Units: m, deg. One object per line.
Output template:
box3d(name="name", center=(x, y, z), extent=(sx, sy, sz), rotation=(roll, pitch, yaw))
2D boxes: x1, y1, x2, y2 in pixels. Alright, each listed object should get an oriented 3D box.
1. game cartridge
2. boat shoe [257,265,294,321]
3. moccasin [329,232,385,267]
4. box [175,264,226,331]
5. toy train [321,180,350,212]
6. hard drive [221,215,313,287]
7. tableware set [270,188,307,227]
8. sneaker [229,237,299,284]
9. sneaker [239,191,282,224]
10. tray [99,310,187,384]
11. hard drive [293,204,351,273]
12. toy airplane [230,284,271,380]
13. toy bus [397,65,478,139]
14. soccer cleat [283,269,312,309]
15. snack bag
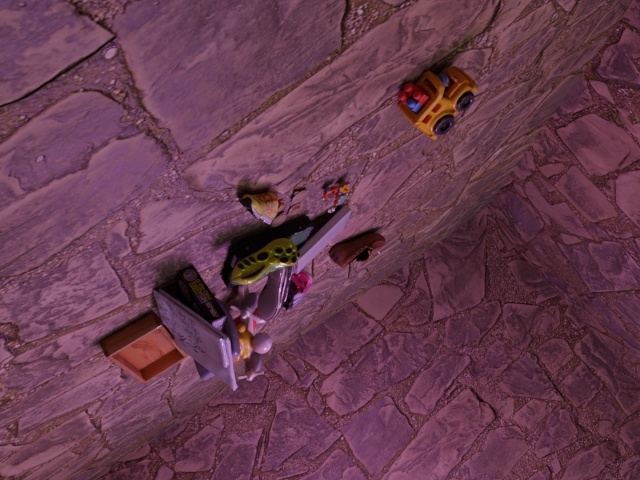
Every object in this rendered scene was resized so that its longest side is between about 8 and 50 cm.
box3d(name="game cartridge", center=(-0.420, 0.361, 1.814), extent=(0.196, 0.294, 0.060), rotation=(-37, 141, 3))
box3d(name="boat shoe", center=(-0.164, 0.183, 1.840), extent=(0.095, 0.112, 0.335), rotation=(-27, 144, -44))
box3d(name="moccasin", center=(0.215, 0.055, 2.437), extent=(0.380, 0.147, 0.139), rotation=(-15, 152, -49))
box3d(name="box", center=(-0.420, 0.242, 1.624), extent=(0.060, 0.216, 0.270), rotation=(-27, 160, -32))
box3d(name="toy train", center=(0.052, -0.173, 1.751), extent=(0.125, 0.046, 0.166), rotation=(-33, 158, -9))
box3d(name="hard drive", center=(-0.199, 0.040, 1.777), extent=(0.339, 0.064, 0.237), rotation=(-23, 158, -34))
box3d(name="tableware set", center=(-0.113, -0.113, 1.633), extent=(0.141, 0.020, 0.168), rotation=(-30, 160, -26))
box3d(name="sneaker", center=(-0.197, 0.073, 1.639), extent=(0.295, 0.109, 0.123), rotation=(-22, 179, -41))
box3d(name="sneaker", center=(-0.176, -0.116, 1.435), extent=(0.094, 0.081, 0.208), rotation=(-46, 168, 4))
box3d(name="tray", center=(-0.658, 0.417, 1.796), extent=(0.203, 0.076, 0.411), rotation=(-31, 155, -17))
box3d(name="hard drive", center=(0.000, 0.000, 1.958), extent=(0.307, 0.040, 0.203), rotation=(-44, 170, -17))
box3d(name="toy airplane", center=(-0.315, 0.407, 2.038), extent=(0.386, 0.272, 0.384), rotation=(48, 59, -57))
box3d(name="toy bus", center=(0.349, -0.457, 1.480), extent=(0.211, 0.149, 0.220), rotation=(11, 129, -45))
box3d(name="soccer cleat", center=(-0.111, 0.222, 2.347), extent=(0.143, 0.116, 0.331), rotation=(-42, 172, -42))
box3d(name="snack bag", center=(-0.421, 0.344, 1.598), extent=(0.037, 0.323, 0.342), rotation=(-44, 152, -36))
